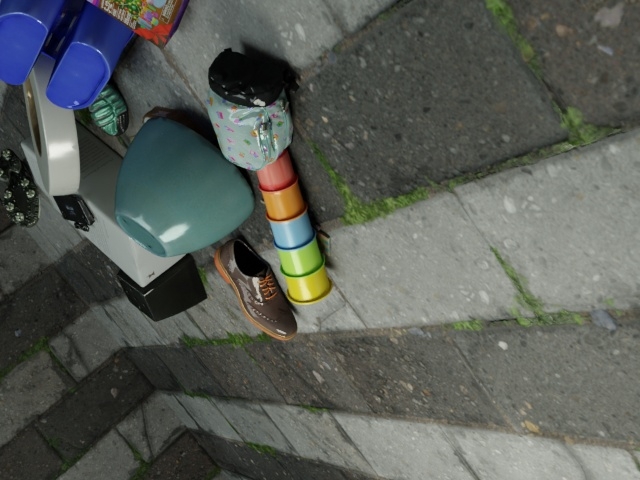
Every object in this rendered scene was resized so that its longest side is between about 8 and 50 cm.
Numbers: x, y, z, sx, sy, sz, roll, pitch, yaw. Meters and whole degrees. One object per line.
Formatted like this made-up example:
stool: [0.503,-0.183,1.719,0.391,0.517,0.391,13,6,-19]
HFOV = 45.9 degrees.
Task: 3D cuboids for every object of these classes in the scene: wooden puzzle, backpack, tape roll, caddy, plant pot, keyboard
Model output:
wooden puzzle: [0.000,0.000,1.466,0.049,0.006,0.083,33,147,29]
backpack: [-0.114,-0.208,1.247,0.152,0.115,0.182,30,151,27]
tape roll: [-0.640,-0.302,1.775,0.392,0.072,0.392,38,133,56]
caddy: [-0.498,-0.407,1.457,0.241,0.179,0.341,24,155,-25]
plant pot: [-0.457,0.115,2.132,0.188,0.167,0.187,30,148,31]
keyboard: [-0.632,-0.072,1.950,0.180,0.023,0.108,12,128,50]
plant pot: [-0.309,-0.081,1.557,0.290,0.195,0.290,31,157,15]

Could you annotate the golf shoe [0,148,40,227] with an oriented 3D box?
golf shoe: [-0.846,-0.141,2.160,0.273,0.105,0.120,60,-179,26]

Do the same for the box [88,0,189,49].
box: [-0.296,-0.445,1.203,0.201,0.057,0.293,33,156,-11]

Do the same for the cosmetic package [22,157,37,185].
cosmetic package: [-0.761,-0.173,2.255,0.238,0.127,0.107,43,153,8]

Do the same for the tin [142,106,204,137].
tin: [-0.314,-0.229,1.609,0.190,0.040,0.106,17,136,46]

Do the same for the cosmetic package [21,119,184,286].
cosmetic package: [-0.576,-0.110,2.017,0.453,0.161,0.230,38,151,21]

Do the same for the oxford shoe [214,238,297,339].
oxford shoe: [-0.140,0.114,1.736,0.271,0.097,0.098,50,148,-3]

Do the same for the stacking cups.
stacking cups: [-0.049,-0.031,1.416,0.096,0.096,0.316,22,135,42]

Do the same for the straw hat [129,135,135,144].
straw hat: [-0.439,-0.176,1.836,0.144,0.061,0.144,37,152,24]

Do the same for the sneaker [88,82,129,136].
sneaker: [-0.505,-0.347,1.725,0.098,0.083,0.223,-118,6,-50]
